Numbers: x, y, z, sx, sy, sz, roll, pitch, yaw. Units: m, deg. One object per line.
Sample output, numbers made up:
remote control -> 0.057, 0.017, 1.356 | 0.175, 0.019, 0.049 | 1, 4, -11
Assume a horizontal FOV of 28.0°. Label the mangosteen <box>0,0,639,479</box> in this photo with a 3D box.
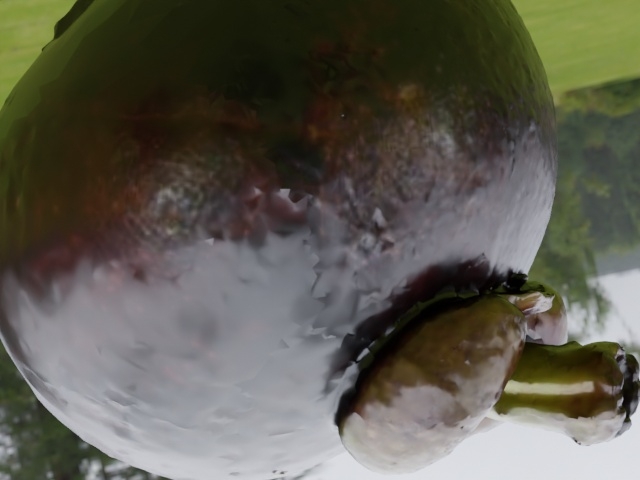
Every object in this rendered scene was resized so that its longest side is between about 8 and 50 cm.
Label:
mangosteen -> -0.012, -0.012, 0.634 | 0.297, 0.293, 0.297 | -41, -161, 18
